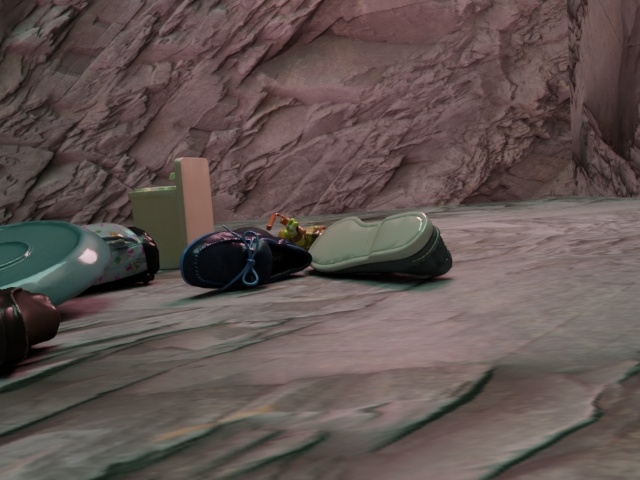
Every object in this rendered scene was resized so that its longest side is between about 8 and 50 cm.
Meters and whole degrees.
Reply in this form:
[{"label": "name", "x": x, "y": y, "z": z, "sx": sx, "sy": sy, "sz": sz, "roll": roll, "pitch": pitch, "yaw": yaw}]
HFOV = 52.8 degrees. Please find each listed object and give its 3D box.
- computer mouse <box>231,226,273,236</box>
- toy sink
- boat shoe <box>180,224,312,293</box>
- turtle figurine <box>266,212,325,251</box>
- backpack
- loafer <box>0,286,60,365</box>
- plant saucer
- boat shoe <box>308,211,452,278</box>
[{"label": "computer mouse", "x": -0.244, "y": 0.001, "z": 1.625, "sx": 0.262, "sy": 0.060, "sz": 0.184, "roll": -2, "pitch": 5, "yaw": 29}, {"label": "toy sink", "x": -0.328, "y": -0.061, "z": 1.426, "sx": 0.131, "sy": 0.234, "sz": 0.153, "roll": -3, "pitch": 6, "yaw": 13}, {"label": "boat shoe", "x": -0.111, "y": 0.023, "z": 1.053, "sx": 0.089, "sy": 0.109, "sz": 0.258, "roll": 4, "pitch": 11, "yaw": 36}, {"label": "turtle figurine", "x": 0.000, "y": 0.000, "z": 1.306, "sx": 0.217, "sy": 0.087, "sz": 0.269, "roll": 5, "pitch": -3, "yaw": 11}, {"label": "backpack", "x": -0.398, "y": 0.029, "z": 1.148, "sx": 0.182, "sy": 0.115, "sz": 0.152, "roll": -12, "pitch": 12, "yaw": -38}, {"label": "loafer", "x": -0.323, "y": 0.081, "z": 0.695, "sx": 0.078, "sy": 0.080, "sz": 0.220, "roll": -7, "pitch": 6, "yaw": -24}, {"label": "plant saucer", "x": -0.470, "y": 0.038, "z": 0.940, "sx": 0.318, "sy": 0.043, "sz": 0.317, "roll": -5, "pitch": 24, "yaw": 2}, {"label": "boat shoe", "x": 0.089, "y": 0.026, "z": 1.091, "sx": 0.099, "sy": 0.116, "sz": 0.319, "roll": 41, "pitch": -26, "yaw": -24}]
